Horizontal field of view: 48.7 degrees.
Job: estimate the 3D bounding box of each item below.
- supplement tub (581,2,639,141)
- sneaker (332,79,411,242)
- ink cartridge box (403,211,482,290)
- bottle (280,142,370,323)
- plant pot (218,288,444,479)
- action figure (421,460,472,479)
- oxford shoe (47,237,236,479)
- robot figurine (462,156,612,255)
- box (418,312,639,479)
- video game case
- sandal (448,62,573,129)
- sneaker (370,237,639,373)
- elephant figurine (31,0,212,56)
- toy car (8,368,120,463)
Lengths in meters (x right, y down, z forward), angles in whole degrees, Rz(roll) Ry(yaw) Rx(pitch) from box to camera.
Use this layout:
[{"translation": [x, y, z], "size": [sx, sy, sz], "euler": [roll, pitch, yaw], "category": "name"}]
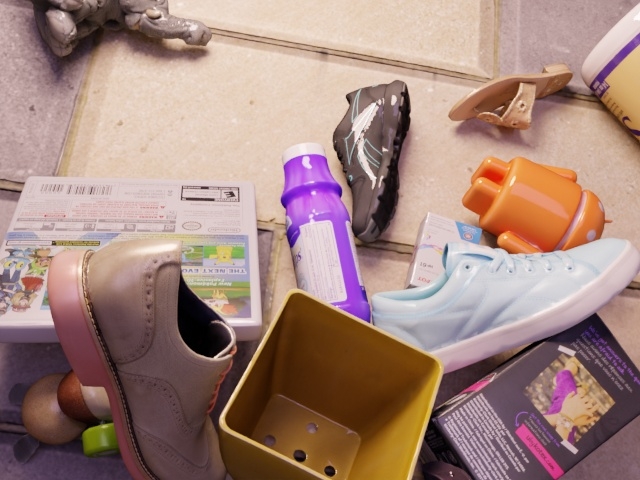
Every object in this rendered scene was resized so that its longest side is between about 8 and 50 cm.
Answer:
[{"translation": [0.610, -0.230, 1.115], "size": [0.241, 0.241, 0.331], "euler": [-34, 77, -18], "category": "supplement tub"}, {"translation": [0.072, -0.123, 1.090], "size": [0.106, 0.101, 0.267], "euler": [5, 68, 17], "category": "sneaker"}, {"translation": [0.182, 0.032, 1.054], "size": [0.088, 0.052, 0.122], "euler": [17, 70, -1], "category": "ink cartridge box"}, {"translation": [0.000, 0.000, 1.005], "size": [0.092, 0.118, 0.283], "euler": [-8, 72, -10], "category": "bottle"}, {"translation": [-0.001, 0.227, 0.863], "size": [0.212, 0.187, 0.212], "euler": [26, 47, 3], "category": "plant pot"}, {"translation": [0.129, 0.413, 0.829], "size": [0.185, 0.099, 0.285], "euler": [-15, 112, -33], "category": "action figure"}, {"translation": [-0.155, 0.165, 0.786], "size": [0.146, 0.397, 0.140], "euler": [-15, 41, 1], "category": "oxford shoe"}, {"translation": [0.329, -0.045, 1.064], "size": [0.219, 0.128, 0.158], "euler": [27, 25, 3], "category": "robot figurine"}, {"translation": [0.269, 0.231, 0.930], "size": [0.270, 0.165, 0.143], "euler": [-29, 76, -18], "category": "box"}, {"translation": [-0.247, 0.015, 0.935], "size": [0.329, 0.036, 0.300], "euler": [1, 39, -8], "category": "video game case"}, {"translation": [0.330, -0.221, 1.153], "size": [0.240, 0.088, 0.079], "euler": [-21, 68, -20], "category": "sandal"}, {"translation": [0.236, 0.057, 0.938], "size": [0.366, 0.135, 0.150], "euler": [-25, 98, 4], "category": "sneaker"}, {"translation": [-0.321, -0.383, 1.104], "size": [0.239, 0.186, 0.169], "euler": [-22, 30, -26], "category": "elephant figurine"}, {"translation": [-0.314, 0.212, 0.897], "size": [0.188, 0.149, 0.155], "euler": [-21, 66, 14], "category": "toy car"}]
